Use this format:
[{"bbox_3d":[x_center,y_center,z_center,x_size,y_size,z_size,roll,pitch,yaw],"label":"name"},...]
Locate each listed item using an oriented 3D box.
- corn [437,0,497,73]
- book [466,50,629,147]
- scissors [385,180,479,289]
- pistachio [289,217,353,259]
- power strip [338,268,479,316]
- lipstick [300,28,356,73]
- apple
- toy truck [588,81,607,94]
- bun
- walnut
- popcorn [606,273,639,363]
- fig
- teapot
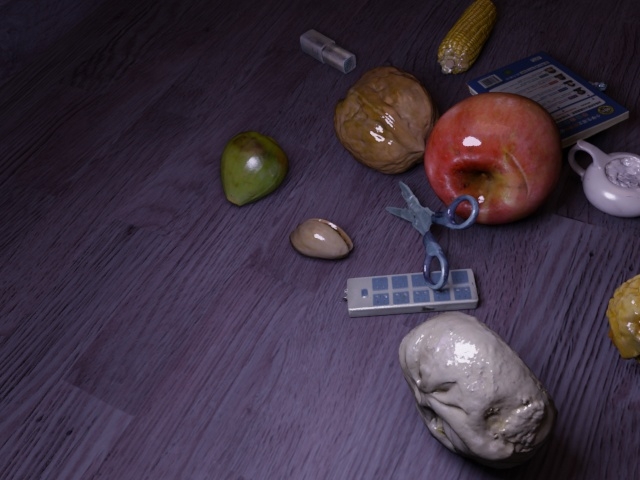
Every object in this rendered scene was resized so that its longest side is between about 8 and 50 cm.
[{"bbox_3d":[0.542,-0.747,2.121,0.144,0.144,0.387,21,59,24],"label":"corn"},{"bbox_3d":[0.696,-0.443,1.831,0.300,0.039,0.428,-23,47,-4],"label":"book"},{"bbox_3d":[0.274,-0.052,1.577,0.029,0.256,0.383,11,19,-27],"label":"scissors"},{"bbox_3d":[0.000,0.000,1.642,0.185,0.124,0.124,21,58,17],"label":"pistachio"},{"bbox_3d":[0.230,0.139,1.531,0.367,0.043,0.106,-5,50,6],"label":"power strip"},{"bbox_3d":[0.029,-0.721,2.229,0.077,0.079,0.253,-36,54,-18],"label":"lipstick"},{"bbox_3d":[0.473,-0.232,1.585,0.364,0.364,0.364,-5,51,6],"label":"apple"},{"bbox_3d":[0.835,-0.427,1.855,0.115,0.080,0.178,13,56,31],"label":"toy truck"},{"bbox_3d":[0.304,0.319,1.196,0.211,0.360,0.360,-38,55,-10],"label":"bun"},{"bbox_3d":[0.208,-0.360,1.778,0.306,0.306,0.344,-33,52,-16],"label":"walnut"},{"bbox_3d":[0.783,0.180,1.252,0.225,0.332,0.265,-22,77,-42],"label":"popcorn"},{"bbox_3d":[-0.218,-0.228,1.802,0.230,0.207,0.207,-38,55,-21],"label":"fig"},{"bbox_3d":[0.820,-0.170,1.607,0.300,0.166,0.208,34,76,20],"label":"teapot"}]
